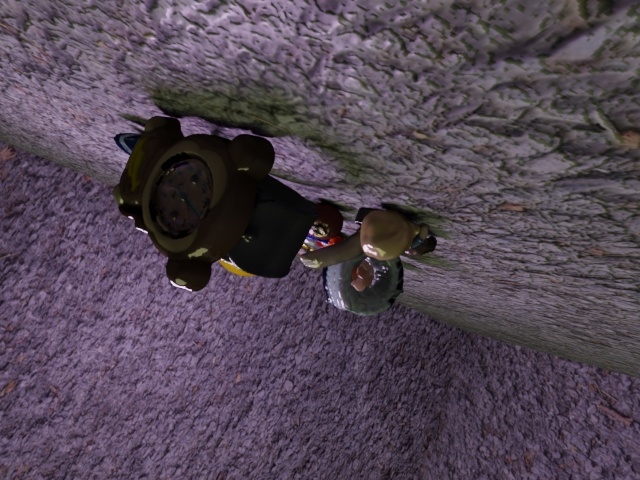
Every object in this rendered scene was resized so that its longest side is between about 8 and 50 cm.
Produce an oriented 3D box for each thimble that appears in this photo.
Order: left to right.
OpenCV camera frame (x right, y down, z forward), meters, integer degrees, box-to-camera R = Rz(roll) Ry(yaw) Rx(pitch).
[{"bbox_3d":[0.121,0.111,1.494,0.237,0.237,0.150,24,174,-21],"label":"thimble"}]

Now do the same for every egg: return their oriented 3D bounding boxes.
[{"bbox_3d":[0.132,0.126,1.769,0.195,0.194,0.233,26,-176,-35],"label":"egg"}]

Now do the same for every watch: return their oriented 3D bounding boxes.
[{"bbox_3d":[-0.185,-0.077,1.039,0.335,0.314,0.327,34,-169,28],"label":"watch"}]

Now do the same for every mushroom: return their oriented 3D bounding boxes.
[{"bbox_3d":[0.049,0.026,1.346,0.209,0.071,0.084,-21,166,0],"label":"mushroom"}]

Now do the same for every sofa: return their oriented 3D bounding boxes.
[{"bbox_3d":[0.139,-0.034,1.146,0.118,0.039,0.060,27,170,-35],"label":"sofa"}]

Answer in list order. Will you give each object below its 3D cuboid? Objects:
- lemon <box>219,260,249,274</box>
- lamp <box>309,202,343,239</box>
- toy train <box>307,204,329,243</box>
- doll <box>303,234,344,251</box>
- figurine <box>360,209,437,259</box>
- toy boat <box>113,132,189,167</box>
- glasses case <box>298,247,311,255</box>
[{"bbox_3d":[-0.312,0.030,2.134,0.267,0.267,0.267,21,173,3],"label":"lemon"},{"bbox_3d":[0.006,-0.048,1.237,0.101,0.090,0.101,9,131,10],"label":"lamp"},{"bbox_3d":[-0.066,-0.063,1.356,0.204,0.082,0.131,20,175,18],"label":"toy train"},{"bbox_3d":[0.000,0.000,1.683,0.142,0.076,0.245,28,166,-40],"label":"doll"},{"bbox_3d":[0.175,-0.009,1.075,0.196,0.108,0.114,4,-164,-40],"label":"figurine"},{"bbox_3d":[-0.425,-0.222,1.259,0.292,0.070,0.210,17,177,43],"label":"toy boat"},{"bbox_3d":[-0.081,0.040,2.235,0.103,0.067,0.267,17,172,18],"label":"glasses case"}]
